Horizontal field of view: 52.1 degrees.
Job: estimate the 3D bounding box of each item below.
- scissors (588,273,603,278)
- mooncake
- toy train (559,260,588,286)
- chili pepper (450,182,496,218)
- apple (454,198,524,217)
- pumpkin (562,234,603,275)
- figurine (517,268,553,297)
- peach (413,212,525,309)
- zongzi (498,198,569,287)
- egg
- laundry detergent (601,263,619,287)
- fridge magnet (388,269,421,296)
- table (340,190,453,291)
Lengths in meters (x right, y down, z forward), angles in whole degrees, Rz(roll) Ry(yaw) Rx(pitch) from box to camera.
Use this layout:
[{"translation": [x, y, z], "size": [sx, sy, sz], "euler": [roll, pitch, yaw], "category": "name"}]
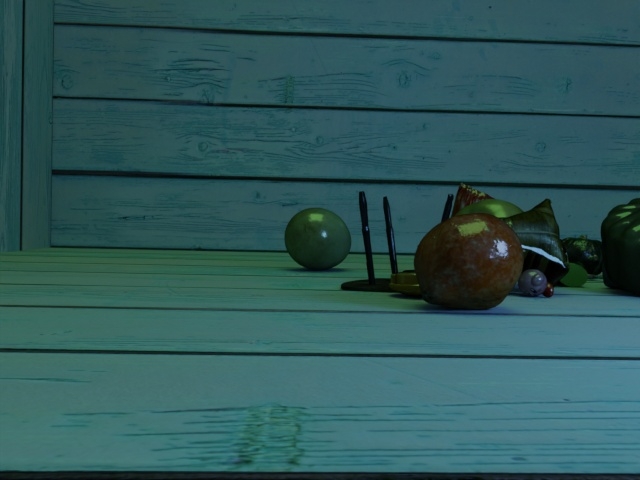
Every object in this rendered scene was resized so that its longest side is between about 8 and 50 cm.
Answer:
[{"translation": [0.908, 0.121, 2.133], "size": [0.110, 0.021, 0.212], "euler": [4, -1, -37], "category": "scissors"}, {"translation": [0.899, 0.001, 1.688], "size": [0.350, 0.188, 0.351], "euler": [-12, 23, 5], "category": "mooncake"}, {"translation": [0.711, 0.090, 1.977], "size": [0.157, 0.105, 0.253], "euler": [16, 2, 5], "category": "toy train"}, {"translation": [0.555, -0.025, 2.245], "size": [0.251, 0.306, 0.229], "euler": [12, 3, -24], "category": "chili pepper"}, {"translation": [0.501, 0.004, 1.894], "size": [0.262, 0.263, 0.262], "euler": [1, 1, 0], "category": "apple"}, {"translation": [0.922, 0.055, 2.307], "size": [0.190, 0.146, 0.190], "euler": [11, 21, -4], "category": "pumpkin"}, {"translation": [0.513, 0.104, 1.587], "size": [0.071, 0.067, 0.083], "euler": [23, -25, -26], "category": "figurine"}, {"translation": [0.287, 0.055, 1.315], "size": [0.232, 0.233, 0.232], "euler": [1, 1, 0], "category": "peach"}, {"translation": [0.500, -0.038, 1.704], "size": [0.285, 0.289, 0.134], "euler": [20, -36, -9], "category": "zongzi"}, {"translation": [0.000, 0.000, 2.321], "size": [0.218, 0.219, 0.295], "euler": [2, -11, 30], "category": "egg"}, {"translation": [0.943, 0.094, 1.804], "size": [0.143, 0.094, 0.289], "euler": [-4, 5, -45], "category": "laundry detergent"}, {"translation": [0.231, 0.099, 1.530], "size": [0.142, 0.063, 0.143], "euler": [-1, -1, 0], "category": "fridge magnet"}, {"translation": [0.224, 0.001, 1.730], "size": [0.316, 0.249, 0.317], "euler": [1, 1, 0], "category": "table"}]
